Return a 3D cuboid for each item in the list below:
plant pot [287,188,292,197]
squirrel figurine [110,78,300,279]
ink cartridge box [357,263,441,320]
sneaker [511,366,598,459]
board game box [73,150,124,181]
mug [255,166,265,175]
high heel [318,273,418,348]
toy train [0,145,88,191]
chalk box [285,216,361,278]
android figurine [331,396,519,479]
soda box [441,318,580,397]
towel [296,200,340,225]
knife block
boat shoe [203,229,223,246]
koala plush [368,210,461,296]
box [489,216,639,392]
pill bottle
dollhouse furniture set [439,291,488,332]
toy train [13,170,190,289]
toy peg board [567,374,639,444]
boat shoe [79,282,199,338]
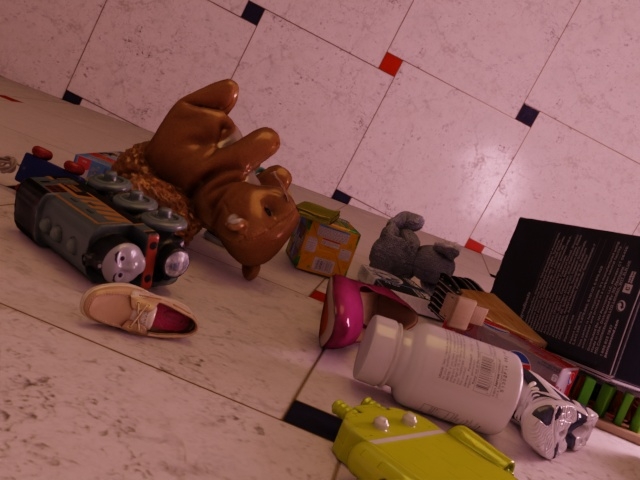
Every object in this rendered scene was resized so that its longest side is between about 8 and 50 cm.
[{"bbox_3d":[-0.160,-0.114,2.324,0.095,0.134,0.134,-20,33,-35],"label":"plant pot"},{"bbox_3d":[-0.239,-0.080,1.588,0.397,0.281,0.370,-21,56,-14],"label":"squirrel figurine"},{"bbox_3d":[0.214,0.132,1.900,0.208,0.045,0.206,19,9,-17],"label":"ink cartridge box"},{"bbox_3d":[0.331,0.265,1.225,0.153,0.094,0.235,26,10,38],"label":"sneaker"},{"bbox_3d":[-0.419,-0.127,1.910,0.308,0.086,0.302,21,9,2],"label":"board game box"},{"bbox_3d":[-0.206,-0.139,2.212,0.097,0.157,0.129,37,5,14],"label":"mug"},{"bbox_3d":[0.097,0.130,1.364,0.182,0.127,0.377,10,5,3],"label":"high heel"},{"bbox_3d":[-0.568,-0.133,1.611,0.248,0.105,0.143,24,-1,20],"label":"toy train"},{"bbox_3d":[0.000,0.000,1.923,0.133,0.132,0.213,17,10,-15],"label":"chalk box"},{"bbox_3d":[0.128,0.265,0.913,0.248,0.056,0.273,10,16,-48],"label":"android figurine"},{"bbox_3d":[0.357,0.226,1.500,0.263,0.092,0.083,29,14,39],"label":"soda box"},{"bbox_3d":[-0.011,-0.071,1.837,0.102,0.021,0.237,22,9,5],"label":"towel"},{"bbox_3d":[0.369,0.171,1.717,0.276,0.088,0.242,25,21,16],"label":"knife block"},{"bbox_3d":[-0.205,-0.002,1.782,0.142,0.040,0.049,24,10,22],"label":"boat shoe"},{"bbox_3d":[0.261,0.053,2.074,0.221,0.196,0.203,24,21,21],"label":"koala plush"},{"bbox_3d":[0.705,0.175,1.700,0.480,0.297,0.472,20,-1,-20],"label":"box"},{"bbox_3d":[0.173,0.197,1.161,0.229,0.131,0.131,20,9,-4],"label":"pill bottle"},{"bbox_3d":[0.291,0.193,1.338,0.182,0.160,0.101,16,10,-22],"label":"dollhouse furniture set"},{"bbox_3d":[-0.364,-0.017,1.283,0.190,0.142,0.334,-7,28,-45],"label":"toy train"},{"bbox_3d":[0.558,0.309,1.496,0.161,0.079,0.161,22,10,10],"label":"toy peg board"},{"bbox_3d":[-0.240,0.099,1.052,0.170,0.063,0.059,14,6,-40],"label":"boat shoe"}]
